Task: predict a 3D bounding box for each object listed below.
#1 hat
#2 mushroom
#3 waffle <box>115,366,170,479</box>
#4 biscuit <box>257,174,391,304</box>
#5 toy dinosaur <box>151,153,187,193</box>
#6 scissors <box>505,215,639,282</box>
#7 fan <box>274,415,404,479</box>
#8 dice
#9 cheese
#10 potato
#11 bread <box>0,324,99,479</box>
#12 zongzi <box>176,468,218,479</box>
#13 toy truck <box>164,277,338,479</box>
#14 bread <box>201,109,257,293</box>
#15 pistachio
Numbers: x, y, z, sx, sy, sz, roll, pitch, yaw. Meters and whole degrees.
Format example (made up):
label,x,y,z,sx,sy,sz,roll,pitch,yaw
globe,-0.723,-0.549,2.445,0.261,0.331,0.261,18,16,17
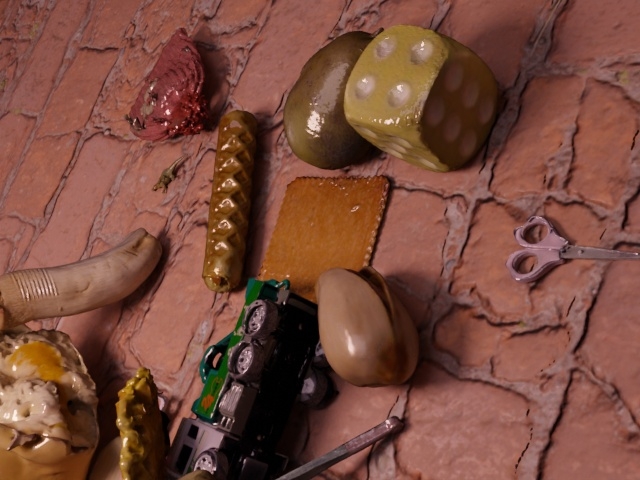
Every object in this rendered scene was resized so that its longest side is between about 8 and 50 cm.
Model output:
label,x,y,z,sx,sy,sz,roll,pitch,yaw
hat,-0.308,-0.295,1.869,0.236,0.107,0.286,-57,39,15
mushroom,-0.452,0.076,1.688,0.122,0.351,0.095,65,152,8
waffle,-0.258,0.361,1.384,0.060,0.311,0.307,-5,36,-3
biscuit,0.000,0.000,1.516,0.232,0.013,0.236,3,71,41
toy dinosaur,-0.303,-0.130,1.830,0.113,0.026,0.041,-43,29,27
scissors,0.336,0.016,1.221,0.189,0.015,0.100,4,68,40
fan,-0.011,0.318,1.282,0.282,0.057,0.023,-31,40,2
dice,0.153,-0.212,1.389,0.169,0.169,0.166,24,85,45
cheese,-0.317,0.366,1.555,0.137,0.064,0.227,17,81,41
potato,0.040,-0.239,1.513,0.174,0.159,0.251,35,107,21
bread,-0.576,0.375,1.605,0.361,0.250,0.394,48,118,47
zongzi,-0.168,0.521,1.150,0.323,0.160,0.360,-37,88,-10
toy truck,-0.101,0.228,1.382,0.178,0.177,0.363,2,68,50
bread,-0.161,-0.078,1.649,0.077,0.084,0.367,5,63,-1
pistachio,0.064,0.122,1.311,0.144,0.144,0.215,-41,49,16
